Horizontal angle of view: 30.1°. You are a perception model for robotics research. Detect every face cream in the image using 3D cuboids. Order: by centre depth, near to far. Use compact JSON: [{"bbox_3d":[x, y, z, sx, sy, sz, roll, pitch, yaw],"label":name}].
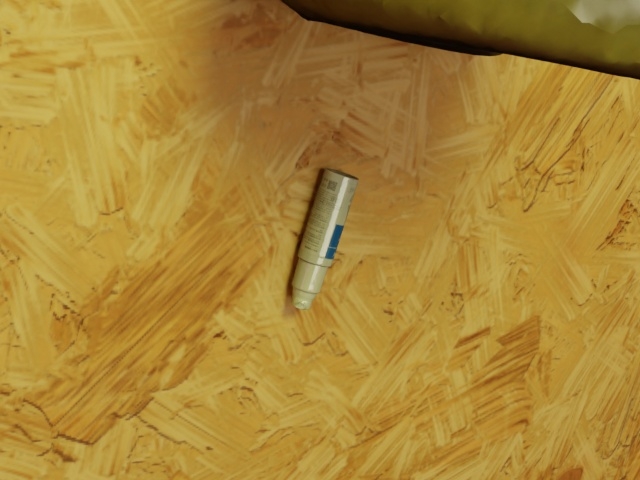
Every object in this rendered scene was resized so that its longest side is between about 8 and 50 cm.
[{"bbox_3d":[0.000,0.000,1.090,0.034,0.034,0.130,11,101,-40],"label":"face cream"}]

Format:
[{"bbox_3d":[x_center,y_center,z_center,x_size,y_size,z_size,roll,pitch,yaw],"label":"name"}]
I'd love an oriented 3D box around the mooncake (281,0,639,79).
[{"bbox_3d":[0.172,-0.246,0.880,0.393,0.394,0.246,-21,119,-62],"label":"mooncake"}]
